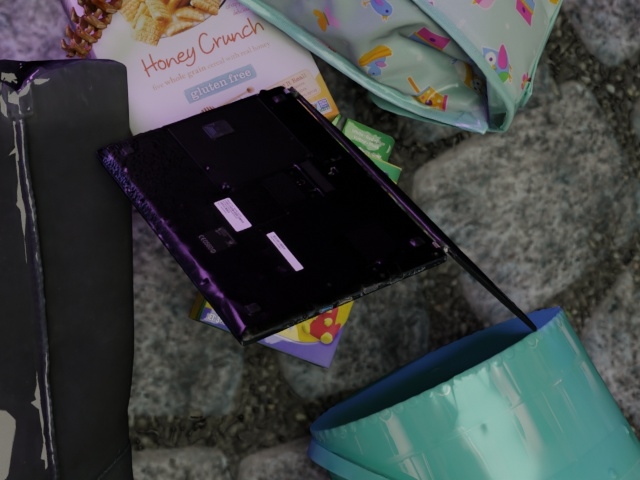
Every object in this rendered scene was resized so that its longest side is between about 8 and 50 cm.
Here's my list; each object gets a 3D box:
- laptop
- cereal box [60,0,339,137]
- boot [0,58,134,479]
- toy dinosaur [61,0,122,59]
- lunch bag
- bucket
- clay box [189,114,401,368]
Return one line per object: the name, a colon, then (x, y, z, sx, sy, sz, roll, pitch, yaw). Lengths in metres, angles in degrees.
laptop: (0.000, 0.000, 1.099, 0.264, 0.234, 0.136, -22, 137, -23)
cereal box: (-0.112, -0.176, 1.213, 0.173, 0.047, 0.240, -25, 84, -16)
boot: (-0.306, 0.089, 1.083, 0.367, 0.146, 0.445, -9, 107, -36)
toy dinosaur: (-0.173, -0.319, 1.135, 0.218, 0.164, 0.321, 7, 70, -34)
lunch bag: (0.087, -0.235, 1.212, 0.262, 0.160, 0.223, 34, 55, -13)
bucket: (0.134, 0.188, 1.212, 0.281, 0.281, 0.183, -26, 89, -15)
clay box: (-0.017, -0.012, 1.269, 0.127, 0.053, 0.222, 21, 85, -15)
